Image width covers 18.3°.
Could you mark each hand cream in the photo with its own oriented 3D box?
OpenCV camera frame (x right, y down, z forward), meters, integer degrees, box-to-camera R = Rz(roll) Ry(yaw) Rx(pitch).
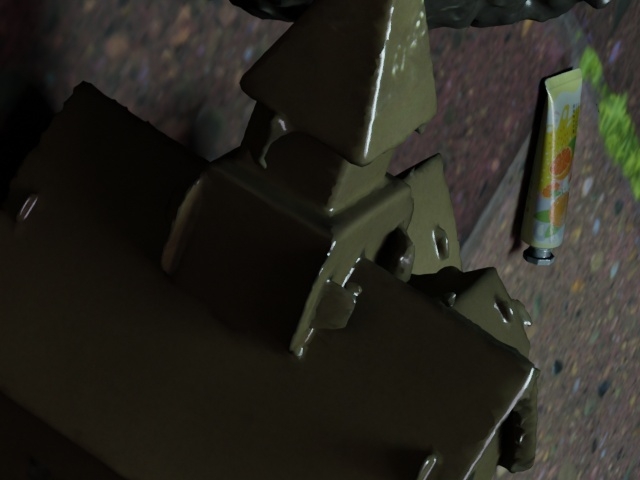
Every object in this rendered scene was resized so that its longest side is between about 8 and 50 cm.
[{"bbox_3d":[0.118,-0.036,1.014,0.035,0.022,0.102,-20,124,-47],"label":"hand cream"}]

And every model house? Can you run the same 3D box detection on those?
[{"bbox_3d":[0.000,0.000,0.646,0.176,0.181,0.248,-35,153,-50],"label":"model house"}]

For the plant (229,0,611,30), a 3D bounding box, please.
[{"bbox_3d":[0.043,-0.143,0.689,0.203,0.142,0.131,-19,121,-38],"label":"plant"}]
